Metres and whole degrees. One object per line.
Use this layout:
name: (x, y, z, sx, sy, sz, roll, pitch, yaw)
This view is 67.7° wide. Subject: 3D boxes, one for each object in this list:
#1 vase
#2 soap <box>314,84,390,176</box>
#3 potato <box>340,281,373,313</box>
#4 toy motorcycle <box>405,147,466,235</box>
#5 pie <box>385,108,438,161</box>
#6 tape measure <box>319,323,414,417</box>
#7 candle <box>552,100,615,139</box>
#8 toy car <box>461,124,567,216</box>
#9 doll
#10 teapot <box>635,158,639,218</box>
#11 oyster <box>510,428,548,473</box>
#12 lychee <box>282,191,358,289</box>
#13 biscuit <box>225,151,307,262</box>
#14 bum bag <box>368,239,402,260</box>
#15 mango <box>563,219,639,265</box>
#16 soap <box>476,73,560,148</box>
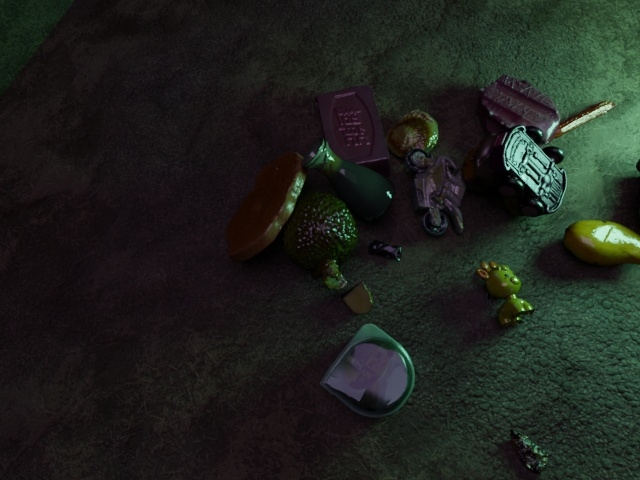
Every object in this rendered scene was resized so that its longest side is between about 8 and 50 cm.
vase: (0.095, -0.219, 1.664, 0.321, 0.173, 0.173, 35, 73, -23)
soap: (0.123, -0.407, 1.845, 0.232, 0.128, 0.360, -12, 66, 3)
potato: (0.138, 0.205, 1.636, 0.096, 0.066, 0.103, -35, 76, 19)
toy motorcycle: (0.435, -0.183, 1.721, 0.222, 0.108, 0.341, -6, 75, -8)
pie: (0.353, -0.404, 1.832, 0.205, 0.084, 0.179, -45, 70, -4)
tape measure: (0.159, 0.424, 1.507, 0.262, 0.138, 0.259, 36, 79, 19)
candle: (0.954, -0.444, 1.786, 0.329, 0.048, 0.051, -27, 81, -4)
toy car: (0.658, -0.223, 1.644, 0.340, 0.240, 0.271, 38, 67, -18)
doll: (0.601, 0.162, 1.566, 0.142, 0.135, 0.221, -6, 57, -29)
teapot: (1.201, -0.191, 1.566, 0.304, 0.223, 0.286, 1, 62, 11)
oyster: (0.613, 0.629, 1.419, 0.132, 0.029, 0.086, 28, 75, 15)
lychee: (-0.001, -0.010, 1.634, 0.269, 0.270, 0.320, 12, 61, 12)
biscuit: (-0.192, -0.122, 1.707, 0.078, 0.349, 0.456, 36, 72, -26)
bum bag: (0.231, 0.034, 1.704, 0.124, 0.034, 0.058, 18, 81, 15)
mango: (0.939, 0.014, 1.577, 0.261, 0.109, 0.157, 18, 62, 9)
soap: (0.728, -0.461, 1.756, 0.220, 0.127, 0.325, -39, 58, -6)
